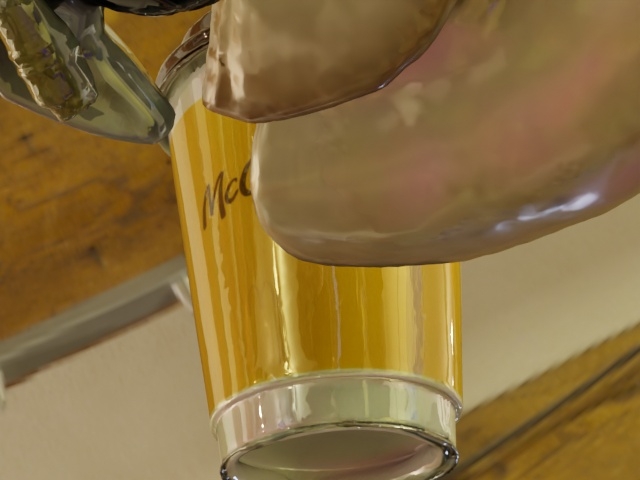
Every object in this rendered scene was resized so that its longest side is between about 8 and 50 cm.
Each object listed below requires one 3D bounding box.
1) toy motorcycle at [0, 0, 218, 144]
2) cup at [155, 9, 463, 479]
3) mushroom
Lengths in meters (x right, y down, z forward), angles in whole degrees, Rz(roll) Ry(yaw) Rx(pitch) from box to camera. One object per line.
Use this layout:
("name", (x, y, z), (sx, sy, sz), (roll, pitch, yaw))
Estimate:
("toy motorcycle", (-0.127, -0.094, 0.368), (0.225, 0.073, 0.152), (30, -45, -2))
("cup", (0.000, 0.000, 0.876), (0.197, 0.279, 0.196), (-3, -27, -1))
("mushroom", (0.076, -0.056, 0.503), (0.236, 0.162, 0.173), (-31, -48, -57))
